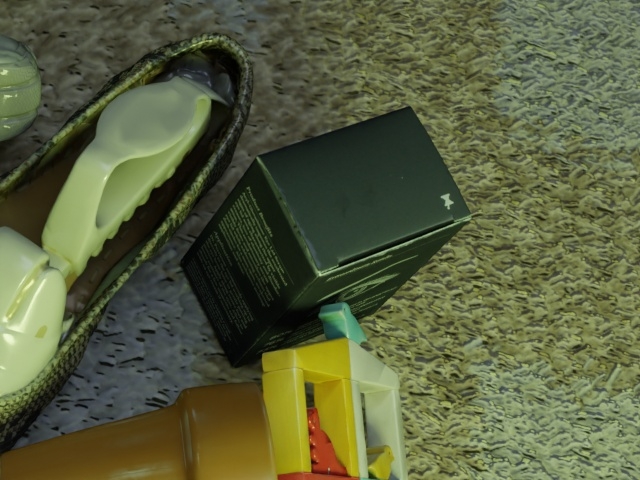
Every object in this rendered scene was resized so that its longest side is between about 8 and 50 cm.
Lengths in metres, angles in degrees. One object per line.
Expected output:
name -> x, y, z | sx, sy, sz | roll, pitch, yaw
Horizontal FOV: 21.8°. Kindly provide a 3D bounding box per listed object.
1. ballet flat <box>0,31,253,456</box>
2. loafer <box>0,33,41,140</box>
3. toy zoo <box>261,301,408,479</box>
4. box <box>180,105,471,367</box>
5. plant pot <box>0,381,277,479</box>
ballet flat -> -0.204, -0.005, 1.267 | 0.164, 0.182, 0.483 | 40, 56, -2
loafer -> -0.383, -0.128, 1.308 | 0.319, 0.112, 0.111 | 2, 27, -19
toy zoo -> 0.019, 0.192, 1.258 | 0.192, 0.030, 0.293 | 20, 62, -62
box -> 0.000, 0.000, 1.341 | 0.153, 0.207, 0.108 | -20, 74, -31
plant pot -> -0.132, 0.209, 1.193 | 0.187, 0.205, 0.205 | -3, 65, -9
